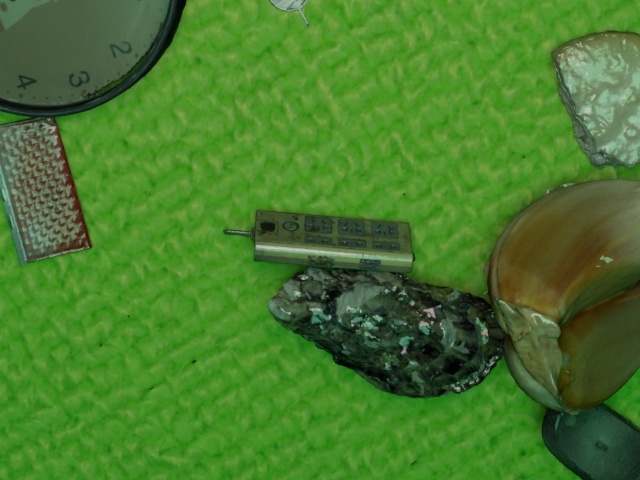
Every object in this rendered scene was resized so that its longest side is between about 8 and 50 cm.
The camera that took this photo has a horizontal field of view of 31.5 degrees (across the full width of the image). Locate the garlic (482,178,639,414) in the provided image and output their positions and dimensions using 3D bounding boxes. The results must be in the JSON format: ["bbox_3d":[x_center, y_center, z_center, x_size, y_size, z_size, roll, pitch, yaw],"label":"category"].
[{"bbox_3d":[0.359,0.072,1.533,0.313,0.249,0.286,-37,91,-24],"label":"garlic"}]

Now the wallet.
[{"bbox_3d":[-0.388,-0.070,1.557,0.103,0.020,0.197,-13,105,2],"label":"wallet"}]

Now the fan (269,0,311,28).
[{"bbox_3d":[-0.042,-0.322,1.515,0.060,0.003,0.080,-1,104,-2],"label":"fan"}]

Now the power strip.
[{"bbox_3d":[0.000,0.000,1.556,0.267,0.092,0.034,5,126,-4],"label":"power strip"}]

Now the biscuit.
[{"bbox_3d":[0.424,-0.184,1.554,0.265,0.040,0.188,25,100,-9],"label":"biscuit"}]

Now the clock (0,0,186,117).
[{"bbox_3d":[-0.361,-0.343,1.442,0.386,0.076,0.386,0,110,0],"label":"clock"}]

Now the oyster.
[{"bbox_3d":[0.084,0.121,1.572,0.350,0.158,0.162,15,69,-19],"label":"oyster"}]

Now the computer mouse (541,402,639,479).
[{"bbox_3d":[0.405,0.296,1.665,0.229,0.068,0.113,38,87,-22],"label":"computer mouse"}]
